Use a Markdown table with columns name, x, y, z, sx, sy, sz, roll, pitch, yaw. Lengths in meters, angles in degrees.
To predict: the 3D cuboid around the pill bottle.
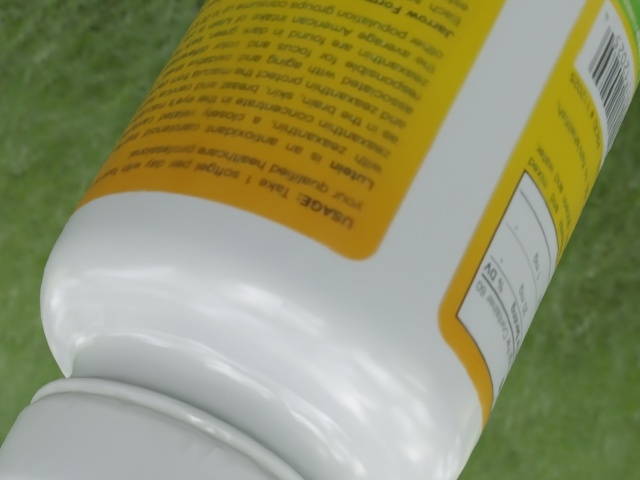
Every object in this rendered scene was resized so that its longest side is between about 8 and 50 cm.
| name | x | y | z | sx | sy | sz | roll | pitch | yaw |
| --- | --- | --- | --- | --- | --- | --- | --- | --- | --- |
| pill bottle | 0.000 | 0.000 | 0.549 | 0.136 | 0.246 | 0.136 | 21 | 150 | 13 |
